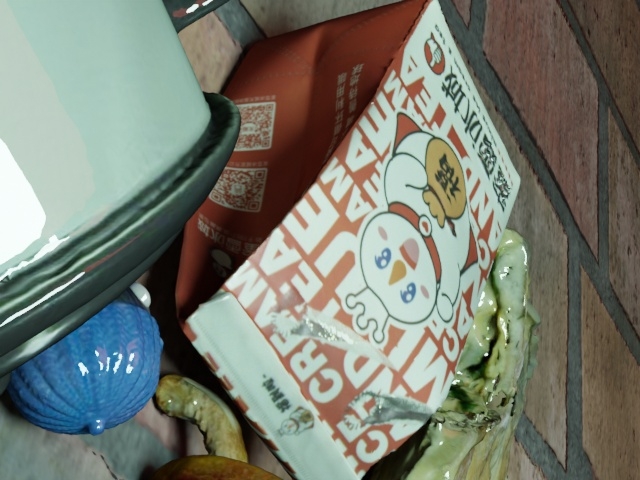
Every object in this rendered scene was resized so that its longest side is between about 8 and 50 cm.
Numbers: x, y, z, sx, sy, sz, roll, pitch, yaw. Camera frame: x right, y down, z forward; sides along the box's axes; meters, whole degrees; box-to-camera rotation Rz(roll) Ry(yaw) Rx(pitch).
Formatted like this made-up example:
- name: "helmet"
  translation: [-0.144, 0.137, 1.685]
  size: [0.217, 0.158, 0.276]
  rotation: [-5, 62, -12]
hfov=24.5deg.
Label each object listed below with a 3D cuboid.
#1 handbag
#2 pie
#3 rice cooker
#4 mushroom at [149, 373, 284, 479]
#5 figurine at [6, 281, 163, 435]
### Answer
- name: "handbag"
  translation: [0.000, 0.000, 0.894]
  size: [0.171, 0.151, 0.298]
  rotation: [60, 37, -29]
- name: "pie"
  translation: [0.088, 0.158, 1.007]
  size: [0.337, 0.075, 0.337]
  rotation: [14, 90, -75]
- name: "rice cooker"
  translation: [-0.158, -0.045, 0.435]
  size: [0.280, 0.241, 0.227]
  rotation: [-33, 110, -26]
- name: "mushroom"
  translation: [-0.060, 0.132, 0.788]
  size: [0.129, 0.073, 0.088]
  rotation: [48, -15, 28]
- name: "figurine"
  translation: [-0.117, 0.017, 0.699]
  size: [0.086, 0.087, 0.149]
  rotation: [-9, 88, -29]
